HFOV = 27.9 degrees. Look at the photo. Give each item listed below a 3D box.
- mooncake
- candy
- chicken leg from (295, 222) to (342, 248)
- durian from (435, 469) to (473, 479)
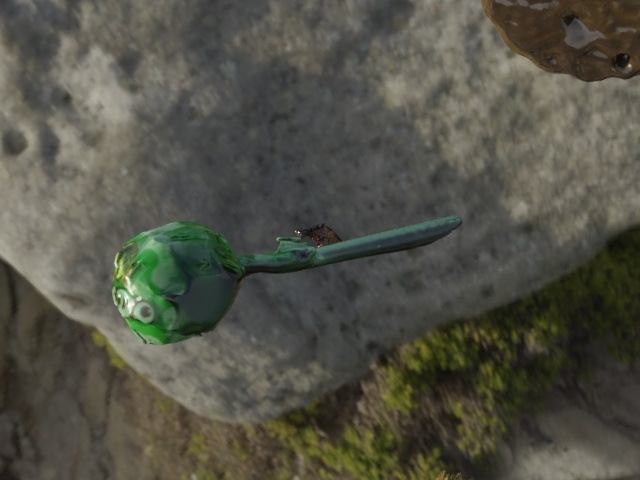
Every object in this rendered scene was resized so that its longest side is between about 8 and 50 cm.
[{"bbox_3d":[0.351,-0.354,1.605,0.323,0.324,0.187,2,43,19],"label":"mooncake"},{"bbox_3d":[-0.015,0.013,1.035,0.323,0.097,0.097,-11,51,-32],"label":"candy"},{"bbox_3d":[0.002,-0.001,1.526,0.036,0.083,0.021,-49,46,-3],"label":"chicken leg"},{"bbox_3d":[0.178,0.342,1.441,0.165,0.182,0.132,40,113,6],"label":"durian"}]
